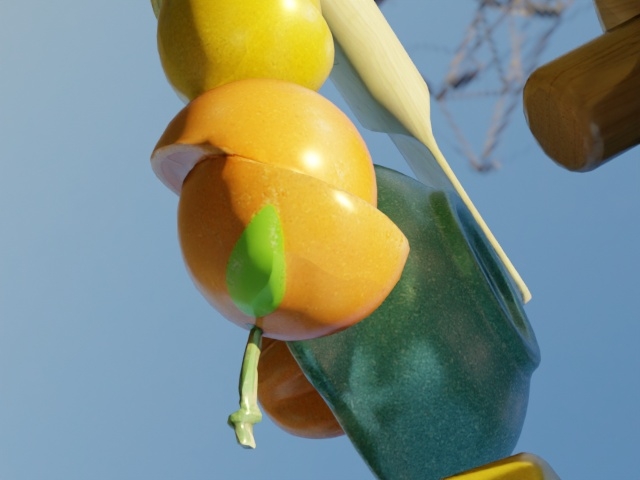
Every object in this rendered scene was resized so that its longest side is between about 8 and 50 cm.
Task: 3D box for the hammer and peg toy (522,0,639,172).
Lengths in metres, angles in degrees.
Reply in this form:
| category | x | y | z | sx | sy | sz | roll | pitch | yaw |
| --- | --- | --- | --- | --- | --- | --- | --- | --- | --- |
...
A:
| category | x | y | z | sx | sy | sz | roll | pitch | yaw |
| --- | --- | --- | --- | --- | --- | --- | --- | --- | --- |
| hammer and peg toy | 0.215 | 0.028 | 0.456 | 0.127 | 0.266 | 0.361 | -29 | -168 | -21 |

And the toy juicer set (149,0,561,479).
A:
| category | x | y | z | sx | sy | sz | roll | pitch | yaw |
| --- | --- | --- | --- | --- | --- | --- | --- | --- | --- |
| toy juicer set | 0.000 | 0.000 | 0.582 | 0.089 | 0.209 | 0.329 | -29 | -166 | 11 |
